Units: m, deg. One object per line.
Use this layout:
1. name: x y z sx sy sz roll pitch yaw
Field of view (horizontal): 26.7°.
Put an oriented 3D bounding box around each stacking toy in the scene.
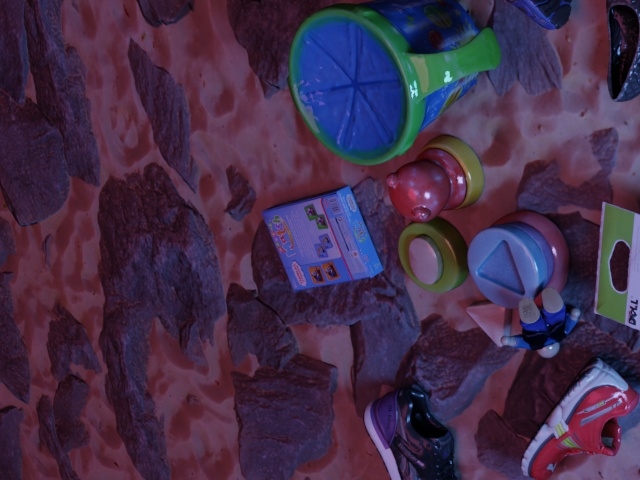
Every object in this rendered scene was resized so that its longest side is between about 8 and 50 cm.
1. stacking toy: 0.211 0.028 2.096 0.309 0.130 0.280 41 136 22

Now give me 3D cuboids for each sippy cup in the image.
1. sippy cup: 0.111 -0.255 1.959 0.305 0.224 0.240 35 135 27

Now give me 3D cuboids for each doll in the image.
1. doll: 0.332 0.131 2.035 0.189 0.129 0.046 59 -172 -63

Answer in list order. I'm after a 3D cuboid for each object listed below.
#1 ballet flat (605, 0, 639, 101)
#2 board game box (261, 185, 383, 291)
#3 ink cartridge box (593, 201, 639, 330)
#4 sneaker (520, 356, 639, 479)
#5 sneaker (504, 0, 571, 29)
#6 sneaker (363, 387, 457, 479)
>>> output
1. ballet flat: 0.403 -0.266 1.785 0.057 0.049 0.173 11 120 41
2. board game box: 0.000 0.000 2.367 0.211 0.039 0.160 -13 103 48
3. ink cartridge box: 0.508 0.046 1.828 0.255 0.097 0.189 23 128 37
4. sneaker: 0.401 0.303 2.089 0.118 0.107 0.279 36 138 13
5. sneaker: 0.260 -0.365 1.867 0.221 0.083 0.087 49 152 21
6. sneaker: 0.188 0.391 2.360 0.124 0.107 0.283 -32 88 44
